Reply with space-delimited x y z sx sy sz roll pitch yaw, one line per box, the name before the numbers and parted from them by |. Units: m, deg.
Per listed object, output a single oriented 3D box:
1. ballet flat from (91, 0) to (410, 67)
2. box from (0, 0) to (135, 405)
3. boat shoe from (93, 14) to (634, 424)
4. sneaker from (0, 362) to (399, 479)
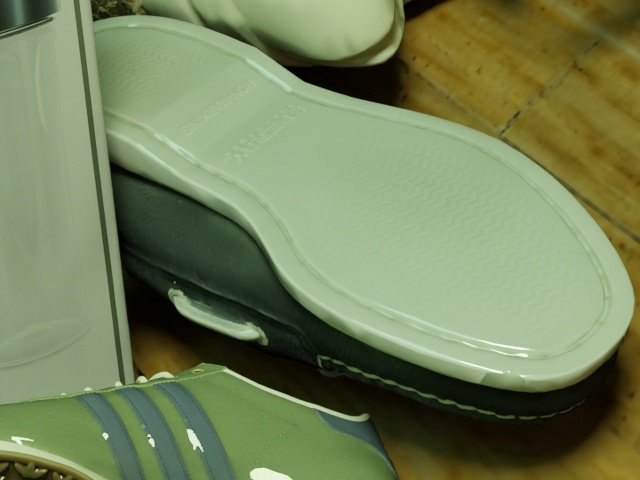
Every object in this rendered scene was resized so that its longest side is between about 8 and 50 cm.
ballet flat | 0.063 -0.172 0.821 0.482 0.164 0.182 -23 46 11
box | -0.172 -0.034 0.730 0.169 0.290 0.087 -23 35 -30
boat shoe | 0.000 0.000 0.766 0.114 0.091 0.302 -30 44 -27
sneaker | -0.062 0.082 0.708 0.192 0.064 0.086 11 37 -4
